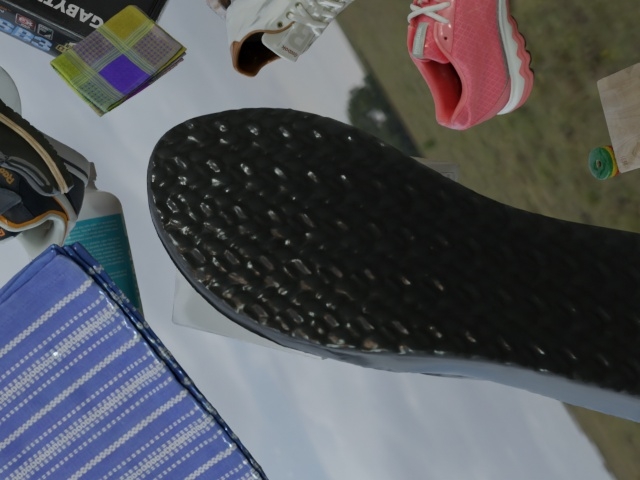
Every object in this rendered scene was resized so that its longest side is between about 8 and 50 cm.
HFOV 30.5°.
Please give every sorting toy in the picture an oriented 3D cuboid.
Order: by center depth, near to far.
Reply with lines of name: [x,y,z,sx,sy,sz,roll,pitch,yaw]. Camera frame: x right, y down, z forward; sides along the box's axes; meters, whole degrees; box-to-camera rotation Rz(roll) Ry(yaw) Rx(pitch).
sorting toy: [0.444,-0.170,1.556,0.274,0.046,0.132,-20,83,66]

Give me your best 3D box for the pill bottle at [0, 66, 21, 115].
pill bottle: [-0.698,-0.240,1.970,0.392,0.224,0.224,17,158,36]

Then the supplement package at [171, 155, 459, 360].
supplement package: [0.000,0.000,1.299,0.263,0.199,0.198,-8,-75,-56]

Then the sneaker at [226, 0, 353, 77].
sneaker: [-0.008,-0.301,1.531,0.106,0.290,0.123,25,-130,-38]

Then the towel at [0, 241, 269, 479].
towel: [-0.233,0.194,1.174,0.336,0.243,0.040,51,-167,-3]

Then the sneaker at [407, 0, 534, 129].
sneaker: [0.156,-0.272,1.365,0.116,0.136,0.314,11,128,51]

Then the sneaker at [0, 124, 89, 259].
sneaker: [-0.360,-0.072,1.195,0.321,0.126,0.127,30,-120,-52]

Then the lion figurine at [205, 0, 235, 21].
lion figurine: [-0.106,-0.464,1.817,0.142,0.240,0.392,42,-175,-25]

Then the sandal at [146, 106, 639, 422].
sandal: [0.083,0.039,0.836,0.107,0.446,0.167,109,180,-63]

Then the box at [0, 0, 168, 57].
box: [-0.278,-0.347,1.240,0.295,0.293,0.073,25,152,-6]

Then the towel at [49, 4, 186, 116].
towel: [-0.144,-0.131,0.838,0.060,0.083,0.009,44,155,11]

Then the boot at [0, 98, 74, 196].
boot: [-0.335,-0.073,1.080,0.077,0.137,0.198,15,153,50]

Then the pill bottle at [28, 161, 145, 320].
pill bottle: [-0.345,0.024,1.690,0.146,0.146,0.264,-31,-70,-83]
